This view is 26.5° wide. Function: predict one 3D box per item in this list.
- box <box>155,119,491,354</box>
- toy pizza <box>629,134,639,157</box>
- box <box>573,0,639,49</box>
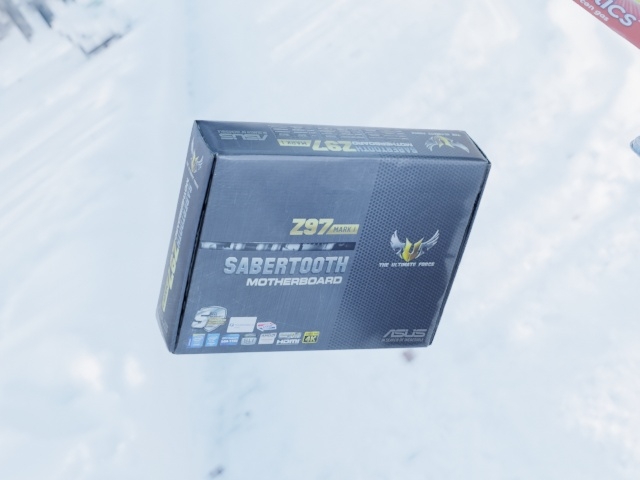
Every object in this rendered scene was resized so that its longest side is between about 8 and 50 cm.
[{"bbox_3d":[0.000,0.000,1.062,0.232,0.183,0.059,0,33,-24],"label":"box"},{"bbox_3d":[0.475,-0.089,1.654,0.201,0.032,0.201,8,19,-3],"label":"toy pizza"},{"bbox_3d":[0.262,-0.257,1.094,0.128,0.257,0.122,-62,12,-26],"label":"box"}]
